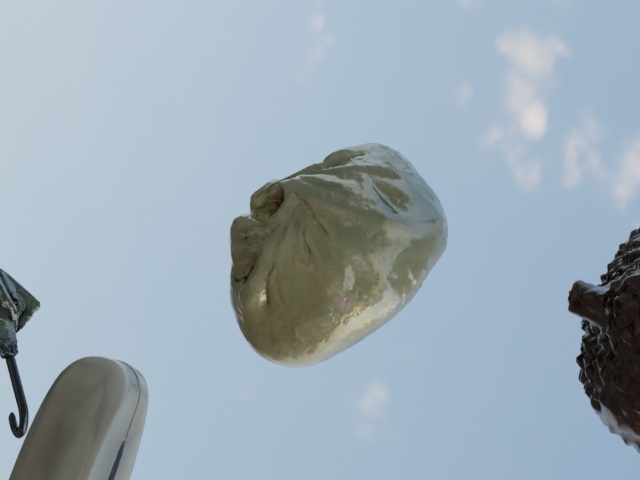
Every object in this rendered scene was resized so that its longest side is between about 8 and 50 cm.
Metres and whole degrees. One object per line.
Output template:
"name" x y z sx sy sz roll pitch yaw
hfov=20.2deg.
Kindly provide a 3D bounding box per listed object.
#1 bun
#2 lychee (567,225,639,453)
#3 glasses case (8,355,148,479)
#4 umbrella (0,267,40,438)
"bun" 0.000 0.000 1.632 0.231 0.133 0.231 -34 -150 23
"lychee" 0.343 0.084 1.539 0.236 0.271 0.236 9 90 -88
"glasses case" -0.173 0.174 1.202 0.081 0.051 0.204 6 -109 43
"umbrella" -0.214 0.001 1.161 0.044 0.044 0.269 -53 -132 50
